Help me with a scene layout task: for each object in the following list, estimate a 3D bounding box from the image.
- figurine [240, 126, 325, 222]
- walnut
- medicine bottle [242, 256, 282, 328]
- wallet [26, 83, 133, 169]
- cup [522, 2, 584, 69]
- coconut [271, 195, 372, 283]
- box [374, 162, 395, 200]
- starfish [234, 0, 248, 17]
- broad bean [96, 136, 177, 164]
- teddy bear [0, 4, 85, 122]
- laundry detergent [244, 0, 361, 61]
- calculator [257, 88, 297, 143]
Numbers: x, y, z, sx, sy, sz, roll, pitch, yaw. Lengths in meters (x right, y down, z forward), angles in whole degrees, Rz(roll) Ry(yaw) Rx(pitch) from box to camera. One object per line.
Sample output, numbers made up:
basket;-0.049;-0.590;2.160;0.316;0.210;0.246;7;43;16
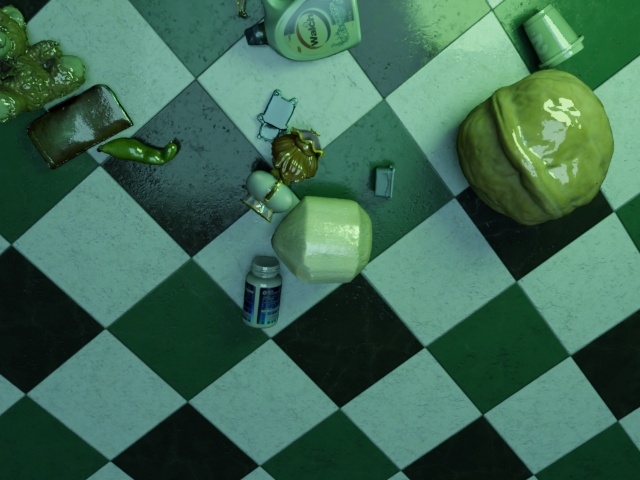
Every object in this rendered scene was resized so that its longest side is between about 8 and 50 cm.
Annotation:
figurine;-0.093;-0.180;1.294;0.142;0.189;0.263;38;86;-19
walnut;0.539;-0.228;1.253;0.380;0.381;0.382;-1;109;-4
medicine bottle;-0.168;0.151;1.438;0.106;0.107;0.192;6;108;-6
wallet;-0.632;-0.302;1.290;0.255;0.031;0.137;-27;108;4
cup;0.591;-0.524;1.265;0.120;0.120;0.141;-33;99;7
coconut;0.000;0.000;1.336;0.265;0.237;0.238;4;109;-12
box;0.179;-0.165;1.378;0.054;0.074;0.099;6;109;9
starfish;-0.163;-0.752;1.121;0.398;0.132;0.384;32;114;-30
broad bean;-0.488;-0.237;1.313;0.213;0.048;0.071;1;115;-3
teddy bear;-0.740;-0.429;1.175;0.267;0.156;0.256;-41;113;-32
laundry detergent;-0.052;-0.547;1.205;0.280;0.105;0.215;-11;121;1
calculator;-0.119;-0.327;1.325;0.094;0.019;0.141;25;107;-12
